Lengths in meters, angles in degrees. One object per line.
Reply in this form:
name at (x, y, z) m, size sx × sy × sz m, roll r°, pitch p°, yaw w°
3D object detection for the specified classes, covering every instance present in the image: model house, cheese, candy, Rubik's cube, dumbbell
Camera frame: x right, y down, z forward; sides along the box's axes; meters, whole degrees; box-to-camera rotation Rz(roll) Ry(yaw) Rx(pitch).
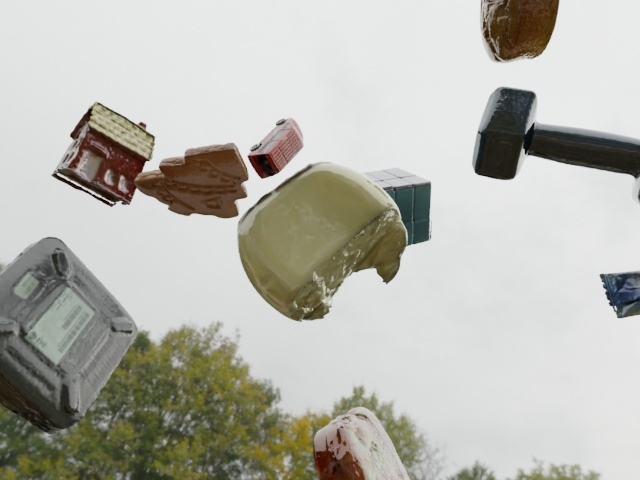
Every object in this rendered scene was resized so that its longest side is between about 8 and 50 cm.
model house at (-0.583, -0.245, 1.414) m, size 0.196 × 0.254 × 0.159 m, roll 32°, pitch -25°, yaw -36°
cheese at (0.000, 0.000, 0.839) m, size 0.233 × 0.266 × 0.127 m, roll 46°, pitch -15°, yaw 21°
candy at (0.548, 0.086, 0.857) m, size 0.136 × 0.088 × 0.038 m, roll -8°, pitch -32°, yaw 19°
Rubik's cube at (0.230, -0.111, 1.777) m, size 0.221 × 0.224 × 0.231 m, roll -142°, pitch -136°, yaw -57°
dumbbell at (0.409, -0.143, 0.797) m, size 0.324 × 0.160 × 0.144 m, roll 16°, pitch -15°, yaw 19°

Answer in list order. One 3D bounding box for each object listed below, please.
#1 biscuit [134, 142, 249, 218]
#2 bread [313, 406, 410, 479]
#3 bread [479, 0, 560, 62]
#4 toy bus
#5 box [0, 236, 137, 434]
biscuit at (-0.285, -0.140, 1.249) m, size 0.283 × 0.043 × 0.306 m, roll 17°, pitch -35°, yaw -32°
bread at (0.111, 0.538, 1.171) m, size 0.114 × 0.295 × 0.327 m, roll -35°, pitch -18°, yaw 9°
bread at (0.439, -0.537, 1.157) m, size 0.142 × 0.270 × 0.195 m, roll 3°, pitch 5°, yaw -2°
toy bus at (-0.099, -0.245, 1.325) m, size 0.089 × 0.195 × 0.081 m, roll -3°, pitch -52°, yaw 42°
box at (-0.611, 0.208, 1.178) m, size 0.090 × 0.359 × 0.350 m, roll -19°, pitch -61°, yaw 25°
